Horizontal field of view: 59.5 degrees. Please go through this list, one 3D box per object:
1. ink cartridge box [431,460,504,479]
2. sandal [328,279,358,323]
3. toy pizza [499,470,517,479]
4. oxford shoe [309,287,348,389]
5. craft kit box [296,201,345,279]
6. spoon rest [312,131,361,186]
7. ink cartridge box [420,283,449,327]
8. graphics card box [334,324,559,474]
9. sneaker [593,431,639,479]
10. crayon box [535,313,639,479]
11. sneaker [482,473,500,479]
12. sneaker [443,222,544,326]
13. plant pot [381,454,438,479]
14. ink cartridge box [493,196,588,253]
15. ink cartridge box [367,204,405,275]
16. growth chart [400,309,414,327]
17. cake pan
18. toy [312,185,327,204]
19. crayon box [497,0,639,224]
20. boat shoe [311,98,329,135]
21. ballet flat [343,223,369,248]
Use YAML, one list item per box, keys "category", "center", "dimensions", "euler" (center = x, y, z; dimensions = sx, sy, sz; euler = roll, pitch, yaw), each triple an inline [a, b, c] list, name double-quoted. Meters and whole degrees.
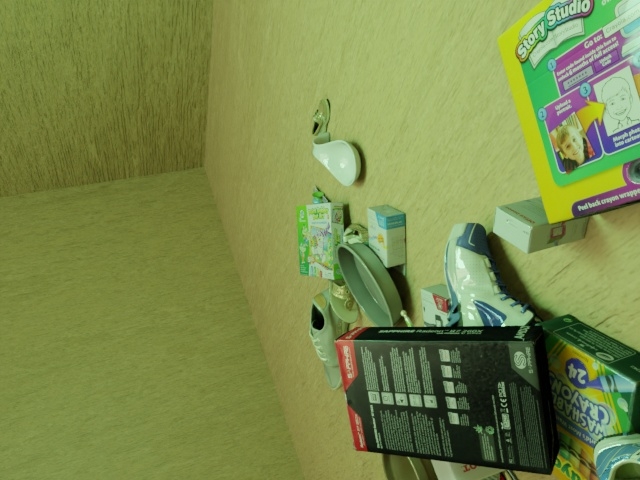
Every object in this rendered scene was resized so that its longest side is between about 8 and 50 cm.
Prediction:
- category: "ink cartridge box"
  center: [0.305, 0.343, 1.167]
  dimensions: [0.117, 0.201, 0.278]
  euler: [105, 148, -68]
- category: "sandal"
  center: [0.071, 0.153, 1.862]
  dimensions: [0.079, 0.088, 0.240]
  euler: [107, 151, -63]
- category: "toy pizza"
  center: [0.407, 0.594, 1.299]
  dimensions: [0.201, 0.032, 0.201]
  euler: [168, 90, -69]
- category: "oxford shoe"
  center: [0.024, 0.363, 2.049]
  dimensions: [0.169, 0.130, 0.449]
  euler: [-133, 35, -52]
- category: "craft kit box"
  center: [0.000, 0.000, 1.869]
  dimensions: [0.250, 0.061, 0.247]
  euler: [0, 91, 62]
- category: "spoon rest"
  center: [0.043, -0.259, 1.712]
  dimensions: [0.276, 0.084, 0.137]
  euler: [-131, 35, -54]
- category: "ink cartridge box"
  center: [0.296, 0.190, 1.322]
  dimensions: [0.109, 0.063, 0.150]
  euler: [-160, 60, -66]
- category: "graphics card box"
  center: [0.220, 0.275, 1.014]
  dimensions: [0.371, 0.094, 0.233]
  euler: [-7, 96, 34]
- category: "sneaker"
  center: [0.483, 0.304, 0.766]
  dimensions: [0.211, 0.081, 0.080]
  euler: [-32, 92, 34]
- category: "crayon box"
  center: [0.454, 0.317, 0.949]
  dimensions: [0.203, 0.083, 0.323]
  euler: [-144, 45, -61]
- category: "sneaker"
  center: [0.336, 0.491, 1.331]
  dimensions: [0.161, 0.102, 0.282]
  euler: [106, 162, -58]
- category: "sneaker"
  center: [0.343, 0.124, 1.091]
  dimensions: [0.182, 0.127, 0.316]
  euler: [-6, 68, 33]
- category: "plant pot"
  center: [0.275, 0.661, 1.576]
  dimensions: [0.237, 0.109, 0.237]
  euler: [168, 90, -71]
- category: "ink cartridge box"
  center: [0.364, -0.030, 0.933]
  dimensions: [0.088, 0.122, 0.052]
  euler: [-133, 37, -55]
- category: "ink cartridge box"
  center: [0.180, 0.004, 1.526]
  dimensions: [0.104, 0.061, 0.181]
  euler: [-143, 45, -61]
- category: "growth chart"
  center: [0.262, 0.306, 1.454]
  dimensions: [0.237, 0.021, 0.172]
  euler: [72, 174, -48]
- category: "cake pan"
  center: [0.142, 0.128, 1.607]
  dimensions: [0.293, 0.054, 0.293]
  euler: [56, 165, 23]
- category: "toy"
  center: [-0.014, -0.062, 2.012]
  dimensions: [0.137, 0.056, 0.237]
  euler: [-129, 33, -53]
- category: "crayon box"
  center: [0.415, -0.213, 0.726]
  dimensions: [0.363, 0.106, 0.313]
  euler: [152, 106, -69]
- category: "boat shoe"
  center: [-0.002, -0.393, 1.808]
  dimensions: [0.135, 0.045, 0.050]
  euler: [98, 152, -42]
- category: "ballet flat"
  center: [0.107, -0.010, 1.702]
  dimensions: [0.206, 0.067, 0.073]
  euler: [-167, 66, -68]
